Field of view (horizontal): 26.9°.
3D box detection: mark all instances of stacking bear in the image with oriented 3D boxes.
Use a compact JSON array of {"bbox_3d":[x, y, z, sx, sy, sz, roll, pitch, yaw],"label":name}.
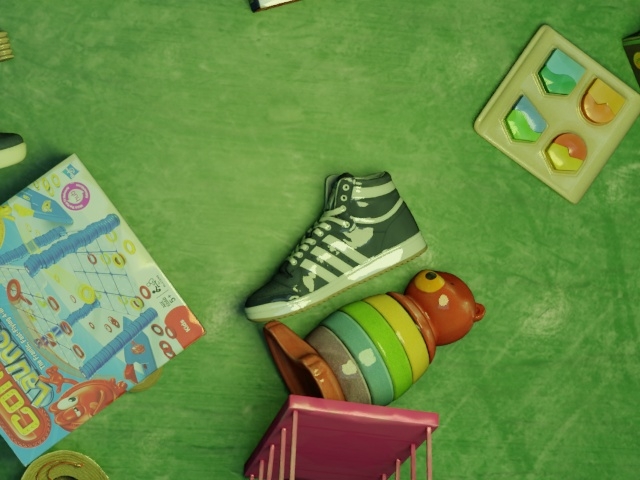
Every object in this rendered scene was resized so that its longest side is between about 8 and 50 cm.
[{"bbox_3d":[0.093,0.139,1.901,0.289,0.175,0.164,-29,125,-17],"label":"stacking bear"}]

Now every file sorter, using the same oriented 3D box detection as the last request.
[{"bbox_3d":[0.018,0.354,1.806,0.202,0.291,0.182,9,61,-12],"label":"file sorter"}]

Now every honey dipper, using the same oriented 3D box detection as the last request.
[{"bbox_3d":[-0.451,-0.322,1.816,0.030,0.030,0.161,-15,94,-10],"label":"honey dipper"}]

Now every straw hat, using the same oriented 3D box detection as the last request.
[{"bbox_3d":[-0.356,0.360,1.875,0.144,0.061,0.144,0,91,-12],"label":"straw hat"}]

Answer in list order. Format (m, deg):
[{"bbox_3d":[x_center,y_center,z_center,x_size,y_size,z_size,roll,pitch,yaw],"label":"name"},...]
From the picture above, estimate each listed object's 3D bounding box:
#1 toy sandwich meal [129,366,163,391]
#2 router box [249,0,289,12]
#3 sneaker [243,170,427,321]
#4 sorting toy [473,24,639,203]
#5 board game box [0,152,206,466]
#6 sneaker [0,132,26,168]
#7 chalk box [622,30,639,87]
[{"bbox_3d":[-0.265,0.175,1.895,0.085,0.029,0.086,-1,95,-16],"label":"toy sandwich meal"},{"bbox_3d":[0.007,-0.519,1.860,0.301,0.082,0.335,-16,98,-9],"label":"router box"},{"bbox_3d":[0.000,0.000,1.895,0.282,0.099,0.153,-25,101,-13],"label":"sneaker"},{"bbox_3d":[0.358,-0.186,1.981,0.208,0.038,0.193,35,87,-12],"label":"sorting toy"},{"bbox_3d":[-0.364,0.092,1.819,0.302,0.086,0.308,-37,94,-6],"label":"board game box"},{"bbox_3d":[-0.561,-0.169,1.752,0.350,0.131,0.148,4,99,-11],"label":"sneaker"},{"bbox_3d":[0.573,-0.259,1.946,0.179,0.180,0.289,-25,100,-8],"label":"chalk box"}]
